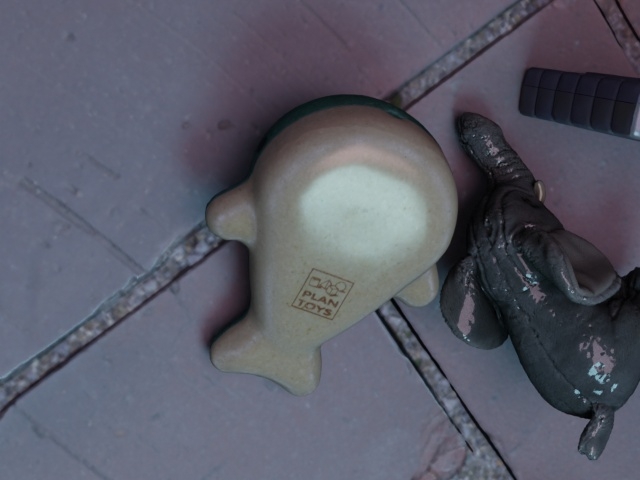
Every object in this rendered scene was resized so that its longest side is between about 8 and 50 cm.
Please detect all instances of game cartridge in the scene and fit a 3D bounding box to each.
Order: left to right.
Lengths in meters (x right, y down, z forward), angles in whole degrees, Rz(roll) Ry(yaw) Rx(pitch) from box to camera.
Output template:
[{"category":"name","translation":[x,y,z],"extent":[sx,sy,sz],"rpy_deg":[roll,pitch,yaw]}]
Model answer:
[{"category":"game cartridge","translation":[0.380,-0.091,1.215],"extent":[0.355,0.230,0.068],"rpy_deg":[11,93,-18]}]

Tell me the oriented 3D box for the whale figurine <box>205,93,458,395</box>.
[{"category":"whale figurine","translation":[0.000,0.000,1.184],"extent":[0.216,0.141,0.272],"rpy_deg":[18,115,-18]}]

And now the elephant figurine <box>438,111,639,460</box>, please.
[{"category":"elephant figurine","translation":[0.183,0.032,1.210],"extent":[0.239,0.186,0.169],"rpy_deg":[42,90,-21]}]
